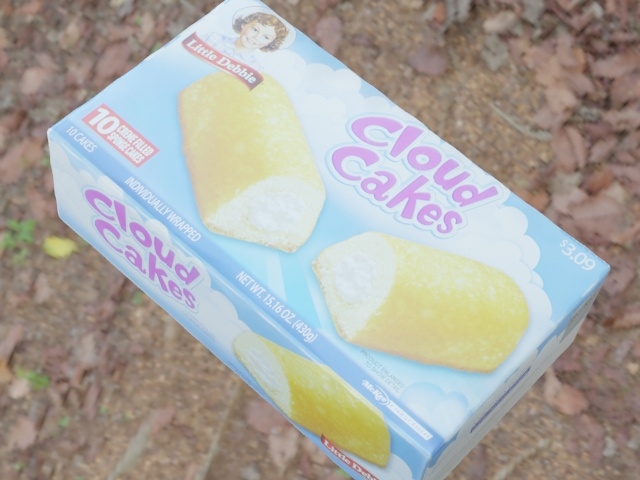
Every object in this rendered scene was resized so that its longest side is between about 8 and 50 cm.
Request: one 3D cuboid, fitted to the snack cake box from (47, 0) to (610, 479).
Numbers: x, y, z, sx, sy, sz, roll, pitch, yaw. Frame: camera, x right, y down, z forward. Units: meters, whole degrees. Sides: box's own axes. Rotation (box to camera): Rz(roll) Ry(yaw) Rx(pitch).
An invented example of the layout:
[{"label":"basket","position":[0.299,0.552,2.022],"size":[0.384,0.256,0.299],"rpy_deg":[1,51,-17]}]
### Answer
[{"label":"snack cake box","position":[0.000,0.000,0.739],"size":[0.264,0.089,0.152],"rpy_deg":[39,62,17]}]
